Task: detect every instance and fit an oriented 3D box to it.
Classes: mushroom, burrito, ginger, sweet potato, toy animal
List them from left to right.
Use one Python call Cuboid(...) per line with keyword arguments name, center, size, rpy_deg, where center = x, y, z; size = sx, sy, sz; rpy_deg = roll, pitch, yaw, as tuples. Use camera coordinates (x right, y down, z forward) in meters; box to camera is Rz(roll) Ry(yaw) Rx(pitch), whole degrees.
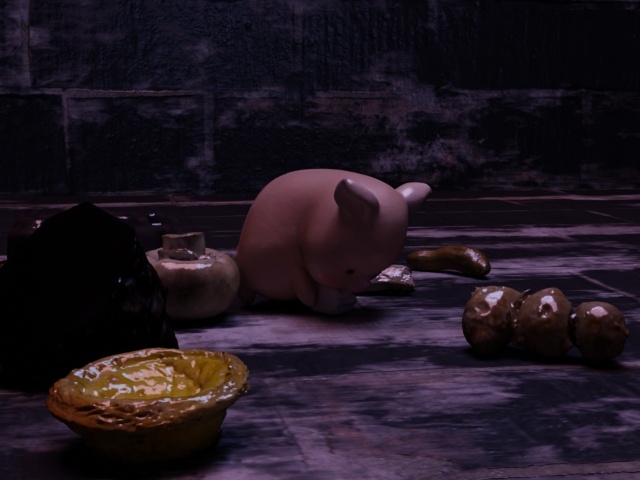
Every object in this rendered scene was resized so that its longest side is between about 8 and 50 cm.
Cuboid(name="mushroom", center=(-0.197, 0.050, 1.483), size=(0.166, 0.127, 0.166), rpy_deg=(3, 1, 0))
Cuboid(name="toy animal", center=(0.003, 0.002, 1.519), size=(0.256, 0.212, 0.195), rpy_deg=(5, 5, 33))
Cuboid(name="burrito", center=(0.067, 0.063, 1.681), size=(0.171, 0.042, 0.051), rpy_deg=(-4, 37, 8))
Cuboid(name="sweet potato", center=(0.236, 0.034, 1.880), size=(0.182, 0.054, 0.053), rpy_deg=(4, -1, 40))
Cuboid(name="ginger", center=(0.273, 0.105, 1.266), size=(0.204, 0.080, 0.104), rpy_deg=(3, 41, 25))

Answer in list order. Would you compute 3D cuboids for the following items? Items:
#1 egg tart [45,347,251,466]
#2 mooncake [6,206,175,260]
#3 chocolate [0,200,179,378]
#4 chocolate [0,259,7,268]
Cuboid(name="egg tart", center=(-0.153, 0.150, 0.932), size=(0.191, 0.074, 0.191), rpy_deg=(0, 9, 0))
Cuboid(name="mooncake", center=(-0.374, 0.014, 1.708), size=(0.283, 0.141, 0.283), rpy_deg=(0, 5, 0))
Cuboid(name="chocolate", center=(-0.258, 0.101, 1.208), size=(0.224, 0.206, 0.177), rpy_deg=(24, -21, 49))
Cuboid(name="chocolate", center=(-0.529, 0.052, 1.829), size=(0.086, 0.028, 0.182), rpy_deg=(9, 10, 10))
